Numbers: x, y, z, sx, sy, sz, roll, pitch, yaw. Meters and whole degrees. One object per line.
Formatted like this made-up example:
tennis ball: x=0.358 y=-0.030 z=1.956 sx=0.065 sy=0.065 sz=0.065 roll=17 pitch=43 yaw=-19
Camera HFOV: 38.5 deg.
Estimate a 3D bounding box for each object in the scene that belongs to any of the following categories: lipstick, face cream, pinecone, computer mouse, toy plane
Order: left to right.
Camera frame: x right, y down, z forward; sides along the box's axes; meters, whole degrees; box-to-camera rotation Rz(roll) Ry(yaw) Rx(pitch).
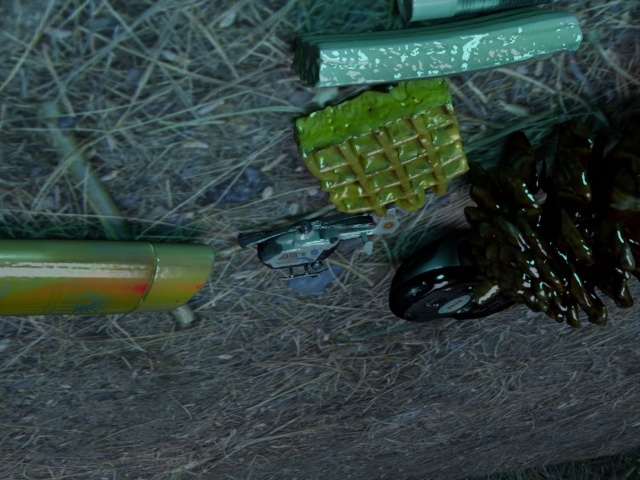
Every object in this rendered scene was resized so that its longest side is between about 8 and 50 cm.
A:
face cream: x=-0.272 y=0.042 z=1.031 sx=0.285 sy=0.067 sz=0.139 roll=1 pitch=153 yaw=-30
toy plane: x=0.001 y=0.000 z=1.119 sx=0.197 sy=0.053 sz=0.078 roll=-10 pitch=145 yaw=-2
computer mouse: x=0.188 y=0.051 z=1.272 sx=0.233 sy=0.096 sz=0.137 roll=5 pitch=153 yaw=-44
lipstick: x=0.137 y=-0.213 z=0.776 sx=0.141 sy=0.040 sz=0.040 roll=-9 pitch=154 yaw=-11
pinecone: x=0.300 y=-0.030 z=1.044 sx=0.309 sy=0.244 sz=0.244 roll=-30 pitch=155 yaw=-5

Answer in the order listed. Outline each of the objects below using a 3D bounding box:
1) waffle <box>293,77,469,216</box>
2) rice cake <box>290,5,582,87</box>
waffle: x=0.074 y=-0.087 z=0.978 sx=0.160 sy=0.055 sz=0.211 roll=-20 pitch=155 yaw=7
rice cake: x=0.095 y=-0.166 z=0.783 sx=0.237 sy=0.127 sz=0.043 roll=-9 pitch=109 yaw=-8
